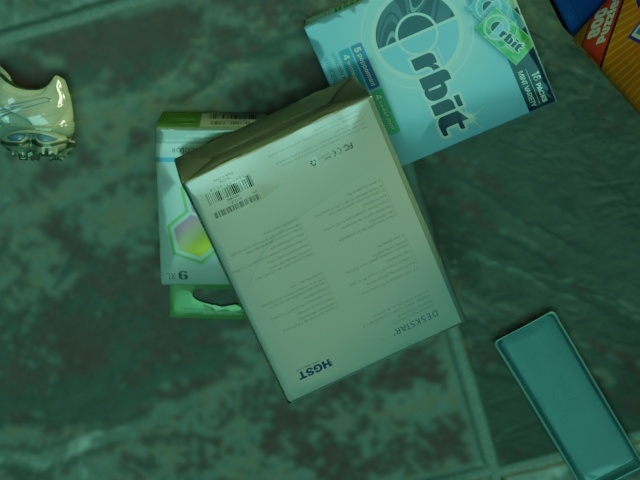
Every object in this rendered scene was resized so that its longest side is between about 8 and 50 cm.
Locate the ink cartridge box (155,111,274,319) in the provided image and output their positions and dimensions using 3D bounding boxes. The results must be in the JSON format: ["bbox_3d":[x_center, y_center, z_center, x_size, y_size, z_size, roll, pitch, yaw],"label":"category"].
[{"bbox_3d":[-0.095,-0.013,1.472,0.109,0.062,0.209,0,109,0],"label":"ink cartridge box"}]

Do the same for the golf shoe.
[{"bbox_3d":[-0.313,-0.119,1.453,0.176,0.069,0.086,2,88,-3],"label":"golf shoe"}]

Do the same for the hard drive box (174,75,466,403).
[{"bbox_3d":[0.000,0.000,1.405,0.181,0.089,0.232,-24,110,-2],"label":"hard drive box"}]

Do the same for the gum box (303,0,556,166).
[{"bbox_3d":[0.099,-0.163,1.431,0.184,0.041,0.157,-22,106,7],"label":"gum box"}]

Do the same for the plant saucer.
[{"bbox_3d":[0.244,0.159,1.546,0.067,0.018,0.192,-29,106,10],"label":"plant saucer"}]

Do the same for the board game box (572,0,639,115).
[{"bbox_3d":[0.488,-0.132,1.229,0.356,0.356,0.356,34,106,-25],"label":"board game box"}]

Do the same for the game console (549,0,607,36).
[{"bbox_3d":[0.253,-0.363,1.330,0.293,0.173,0.250,-39,144,3],"label":"game console"}]
